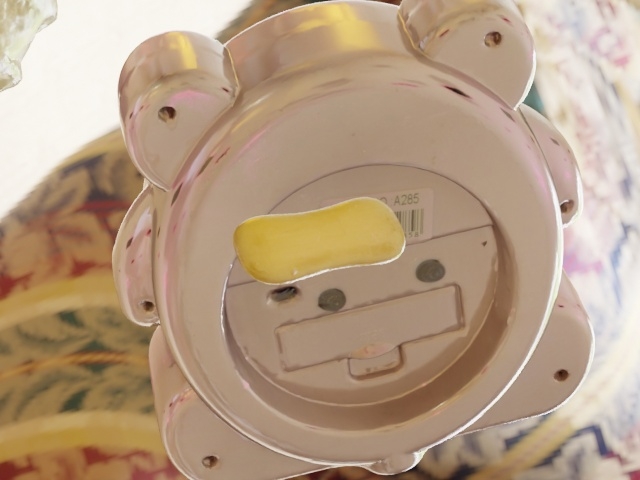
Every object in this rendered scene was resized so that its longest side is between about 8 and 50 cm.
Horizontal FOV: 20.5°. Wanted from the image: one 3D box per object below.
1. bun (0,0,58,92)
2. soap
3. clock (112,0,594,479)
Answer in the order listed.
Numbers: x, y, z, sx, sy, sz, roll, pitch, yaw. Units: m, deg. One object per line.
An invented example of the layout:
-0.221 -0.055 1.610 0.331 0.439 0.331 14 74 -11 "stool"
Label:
-0.352 -0.234 1.496 0.211 0.359 0.360 47 40 -41 "bun"
0.000 0.000 0.772 0.089 0.012 0.034 -10 68 -36 "soap"
0.019 -0.001 1.097 0.113 0.295 0.322 -108 -173 -52 "clock"
